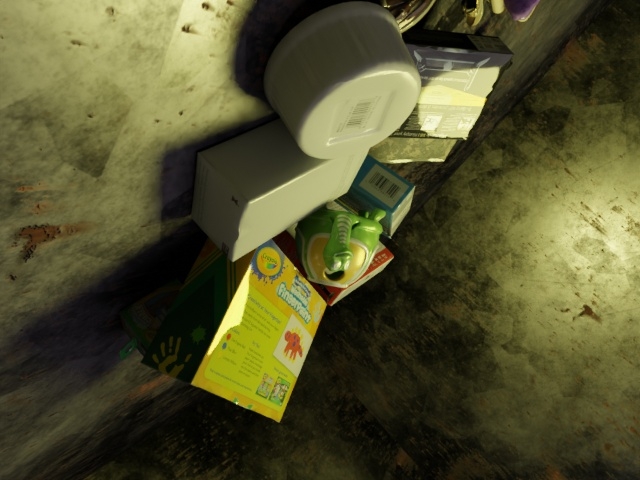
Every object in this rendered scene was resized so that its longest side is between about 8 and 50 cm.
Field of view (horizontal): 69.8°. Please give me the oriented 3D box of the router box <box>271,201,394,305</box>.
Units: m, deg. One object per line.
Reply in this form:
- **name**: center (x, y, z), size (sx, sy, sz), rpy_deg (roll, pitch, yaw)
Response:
- **router box**: center (0.043, 0.024, 1.520), size (0.335, 0.301, 0.082), rpy_deg (-27, 158, -50)

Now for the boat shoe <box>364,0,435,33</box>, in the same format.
- **boat shoe**: center (0.130, -0.438, 0.859), size (0.257, 0.095, 0.095), rpy_deg (-47, 160, 14)

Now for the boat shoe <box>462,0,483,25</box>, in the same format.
- **boat shoe**: center (0.390, -0.607, 1.183), size (0.045, 0.050, 0.135), rpy_deg (-38, 155, -8)

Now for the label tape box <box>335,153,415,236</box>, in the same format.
- **label tape box**: center (0.148, -0.143, 1.417), size (0.115, 0.249, 0.347), rpy_deg (-53, 167, -4)

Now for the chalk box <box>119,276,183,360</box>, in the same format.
- **chalk box**: center (-0.419, 0.220, 1.169), size (0.213, 0.132, 0.132), rpy_deg (-34, 164, -32)

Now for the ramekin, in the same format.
- **ramekin**: center (0.048, -0.274, 0.846), size (0.277, 0.135, 0.277), rpy_deg (-22, 160, -8)

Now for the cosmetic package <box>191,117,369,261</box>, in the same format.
- **cosmetic package**: center (-0.079, -0.143, 1.011), size (0.385, 0.156, 0.217), rpy_deg (-32, 161, -36)

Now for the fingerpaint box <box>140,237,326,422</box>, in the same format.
- **fingerpaint box**: center (-0.185, 0.225, 1.189), size (0.371, 0.163, 0.445), rpy_deg (-67, 150, -21)

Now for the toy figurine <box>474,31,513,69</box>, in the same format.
- **toy figurine**: center (0.481, -0.520, 1.465), size (0.213, 0.148, 0.209), rpy_deg (-40, 165, -17)

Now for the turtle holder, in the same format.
- **turtle holder**: center (0.056, 0.011, 1.240), size (0.243, 0.320, 0.227), rpy_deg (13, 90, -30)

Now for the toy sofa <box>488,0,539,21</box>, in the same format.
- **toy sofa**: center (0.490, -0.679, 0.981), size (0.362, 0.177, 0.150), rpy_deg (-48, 166, 20)

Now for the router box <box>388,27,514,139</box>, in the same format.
- **router box**: center (0.254, -0.360, 1.084), size (0.309, 0.081, 0.243), rpy_deg (-2, 141, -18)

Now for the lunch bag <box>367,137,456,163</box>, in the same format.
- **lunch bag**: center (0.260, -0.348, 1.300), size (0.287, 0.168, 0.235), rpy_deg (-7, 147, -24)
